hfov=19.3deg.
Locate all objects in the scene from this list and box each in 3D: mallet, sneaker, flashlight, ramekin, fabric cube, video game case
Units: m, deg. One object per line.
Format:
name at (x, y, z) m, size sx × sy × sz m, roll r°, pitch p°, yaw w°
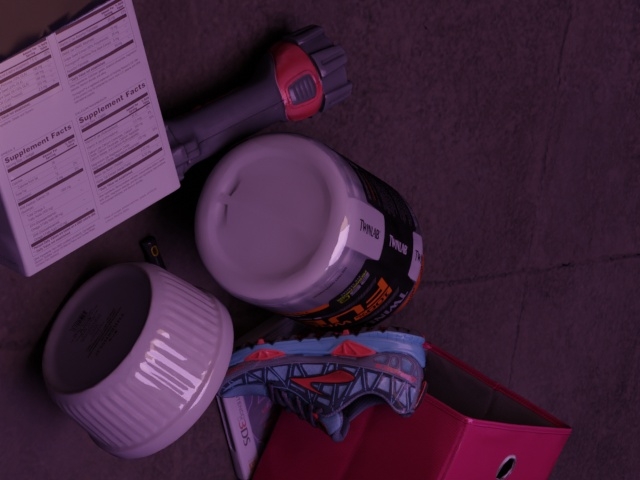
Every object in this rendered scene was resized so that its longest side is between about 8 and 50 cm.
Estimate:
mallet at (-0.163, 0.074, 2.169) m, size 0.062 × 0.039 × 0.190 m, roll -29°, pitch 120°, yaw -34°
sneaker at (-0.006, 0.171, 2.169) m, size 0.104 × 0.262 × 0.125 m, roll 30°, pitch 54°, yaw -67°
flashlight at (-0.107, -0.141, 2.096) m, size 0.304 × 0.103 × 0.103 m, roll -29°, pitch 157°, yaw -29°
ramekin at (-0.205, 0.121, 2.027) m, size 0.109 × 0.207 × 0.207 m, roll 39°, pitch 78°, yaw -36°
fabric cube at (0.105, 0.282, 2.319) m, size 0.254 × 0.259 × 0.258 m, roll 13°, pitch 103°, yaw -53°
video game case at (-0.042, 0.174, 2.332) m, size 0.201 × 0.023 × 0.183 m, roll -33°, pitch 127°, yaw -31°

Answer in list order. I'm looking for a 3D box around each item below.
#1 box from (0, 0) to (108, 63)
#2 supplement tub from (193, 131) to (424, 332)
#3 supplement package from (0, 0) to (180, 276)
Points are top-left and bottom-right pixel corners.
box at (-0.330, -0.298, 1.652) m, size 0.343 × 0.312 × 0.179 m, roll -36°, pitch 128°, yaw -30°
supplement tub at (0.000, 0.000, 2.140) m, size 0.194 × 0.193 × 0.316 m, roll -67°, pitch 156°, yaw -1°
supplement package at (-0.296, -0.144, 1.827) m, size 0.198 × 0.199 × 0.263 m, roll -33°, pitch 127°, yaw -30°
